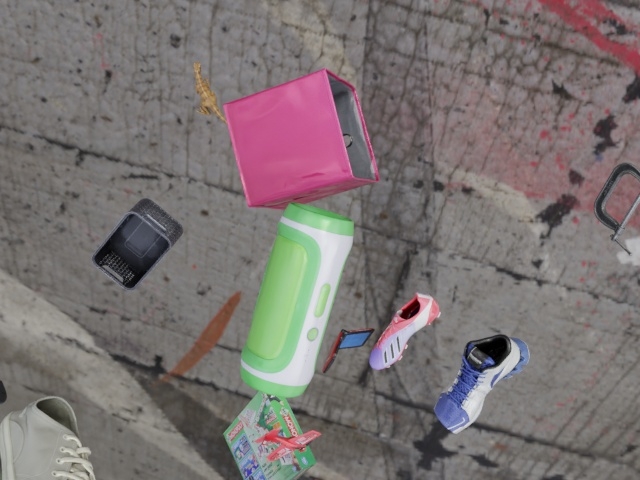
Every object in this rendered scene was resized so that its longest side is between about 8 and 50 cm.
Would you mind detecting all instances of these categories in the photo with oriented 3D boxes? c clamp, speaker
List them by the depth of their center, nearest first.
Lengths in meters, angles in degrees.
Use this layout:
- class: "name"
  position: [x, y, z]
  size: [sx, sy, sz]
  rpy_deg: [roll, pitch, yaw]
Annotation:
- class: "speaker"
  position: [-0.039, 0.095, 1.136]
  size: [0.131, 0.131, 0.296]
  rpy_deg: [17, 97, 3]
- class: "c clamp"
  position: [0.622, -0.072, 1.433]
  size: [0.022, 0.137, 0.160]
  rpy_deg: [0, 121, -27]

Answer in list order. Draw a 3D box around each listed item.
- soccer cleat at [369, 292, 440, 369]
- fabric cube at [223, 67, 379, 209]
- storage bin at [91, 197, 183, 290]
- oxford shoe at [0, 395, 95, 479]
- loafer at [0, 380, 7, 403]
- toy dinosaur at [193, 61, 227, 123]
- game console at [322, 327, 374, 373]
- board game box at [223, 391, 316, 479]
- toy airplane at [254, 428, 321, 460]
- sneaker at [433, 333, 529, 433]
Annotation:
- class: "soccer cleat"
  position: [0.199, 0.230, 1.799]
  size: [0.095, 0.083, 0.248]
  rpy_deg: [31, 110, -36]
- class: "fabric cube"
  position: [-0.037, -0.226, 1.666]
  size: [0.258, 0.259, 0.254]
  rpy_deg: [-16, 87, 18]
- class: "storage bin"
  position: [-0.411, 0.009, 1.582]
  size: [0.122, 0.084, 0.180]
  rpy_deg: [41, 116, -10]
- class: "oxford shoe"
  position: [-0.465, 0.423, 1.244]
  size: [0.449, 0.130, 0.169]
  rpy_deg: [41, 166, 52]
- class: "loafer"
  position: [-0.790, 0.310, 1.633]
  size: [0.061, 0.170, 0.062]
  rpy_deg: [-26, 165, 10]
- class: "toy dinosaur"
  position: [-0.285, -0.356, 1.819]
  size: [0.211, 0.064, 0.112]
  rpy_deg: [58, 166, -3]
- class: "game console"
  position: [0.073, 0.295, 1.871]
  size: [0.085, 0.124, 0.144]
  rpy_deg: [22, 150, 1]
- class: "board game box"
  position: [-0.134, 0.510, 1.736]
  size: [0.046, 0.213, 0.317]
  rpy_deg: [-12, 153, -34]
- class: "toy airplane"
  position: [-0.077, 0.427, 1.487]
  size: [0.151, 0.028, 0.151]
  rpy_deg: [-12, 146, -8]
- class: "sneaker"
  position: [0.412, 0.359, 1.896]
  size: [0.315, 0.127, 0.182]
  rpy_deg: [-47, 141, 3]
